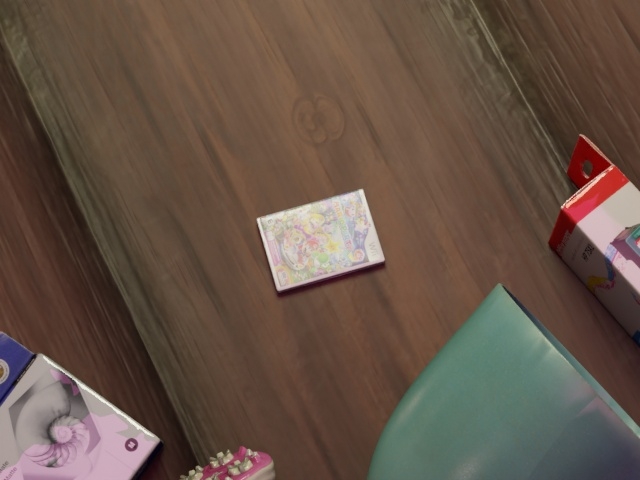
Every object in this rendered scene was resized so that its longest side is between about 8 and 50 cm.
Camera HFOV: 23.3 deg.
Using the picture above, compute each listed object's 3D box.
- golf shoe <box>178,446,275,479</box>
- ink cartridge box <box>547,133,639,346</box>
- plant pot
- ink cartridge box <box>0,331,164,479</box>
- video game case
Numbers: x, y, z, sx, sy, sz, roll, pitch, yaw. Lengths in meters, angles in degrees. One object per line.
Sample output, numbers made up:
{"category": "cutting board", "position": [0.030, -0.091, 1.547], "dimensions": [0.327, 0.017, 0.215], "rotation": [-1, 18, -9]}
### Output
{"category": "golf shoe", "position": [-0.157, 0.333, 1.527], "dimensions": [0.306, 0.115, 0.140], "rotation": [-30, 106, -10]}
{"category": "ink cartridge box", "position": [0.315, 0.013, 1.612], "dimensions": [0.078, 0.134, 0.231], "rotation": [-38, 75, -9]}
{"category": "plant pot", "position": [0.185, 0.225, 1.482], "dimensions": [0.235, 0.293, 0.293], "rotation": [-43, 76, 5]}
{"category": "ink cartridge box", "position": [-0.315, 0.235, 1.605], "dimensions": [0.224, 0.045, 0.223], "rotation": [32, 76, 11]}
{"category": "video game case", "position": [0.000, 0.000, 1.687], "dimensions": [0.122, 0.011, 0.087], "rotation": [-16, 73, -4]}
